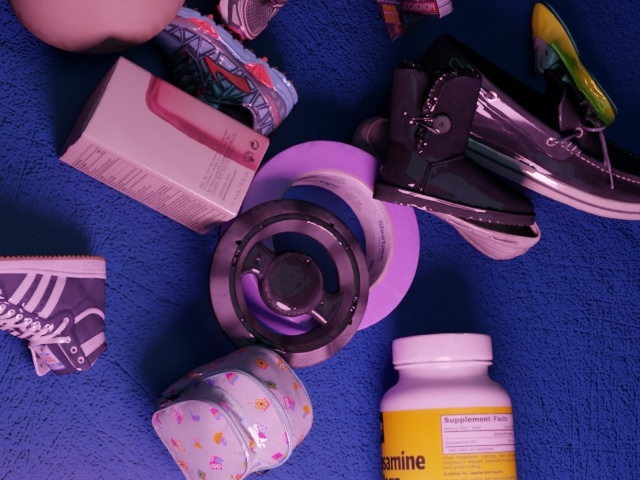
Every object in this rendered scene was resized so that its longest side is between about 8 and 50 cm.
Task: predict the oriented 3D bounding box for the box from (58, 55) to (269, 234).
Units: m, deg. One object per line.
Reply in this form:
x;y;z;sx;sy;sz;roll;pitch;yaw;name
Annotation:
-0.211;-0.124;1.783;0.232;0.148;0.127;29;70;-17;box

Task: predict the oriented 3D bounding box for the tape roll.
0.000;0.000;1.885;0.275;0.090;0.274;4;80;-22;tape roll

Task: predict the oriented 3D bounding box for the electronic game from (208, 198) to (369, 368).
-0.041;0.058;1.781;0.229;0.048;0.229;2;85;-22;electronic game

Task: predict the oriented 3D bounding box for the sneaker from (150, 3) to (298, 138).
-0.157;-0.231;1.851;0.262;0.104;0.125;33;72;-15;sneaker

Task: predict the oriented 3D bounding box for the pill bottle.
0.178;0.302;1.853;0.188;0.188;0.334;2;79;-23;pill bottle

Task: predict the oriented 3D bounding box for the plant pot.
-0.300;-0.414;1.687;0.256;0.274;0.256;1;70;-2;plant pot

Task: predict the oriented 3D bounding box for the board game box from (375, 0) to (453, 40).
0.131;-0.392;1.966;0.060;0.194;0.194;-28;116;-23;board game box

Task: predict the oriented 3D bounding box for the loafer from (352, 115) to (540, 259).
0.193;-0.085;1.969;0.319;0.111;0.112;32;70;-15;loafer

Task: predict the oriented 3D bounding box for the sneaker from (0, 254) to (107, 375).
-0.376;0.098;1.661;0.282;0.099;0.153;-1;84;-51;sneaker

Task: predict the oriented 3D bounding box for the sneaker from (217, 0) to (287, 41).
-0.045;-0.408;1.897;0.112;0.121;0.299;23;71;29;sneaker

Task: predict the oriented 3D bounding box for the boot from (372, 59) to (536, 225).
0.204;-0.136;1.858;0.246;0.094;0.207;11;95;-8;boot

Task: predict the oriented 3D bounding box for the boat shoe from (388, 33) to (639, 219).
0.349;-0.167;2.001;0.500;0.187;0.156;22;112;-15;boat shoe

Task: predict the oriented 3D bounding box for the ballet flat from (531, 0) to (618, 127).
0.388;-0.269;2.112;0.077;0.077;0.231;-35;97;-8;ballet flat

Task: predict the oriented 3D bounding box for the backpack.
-0.111;0.233;1.720;0.166;0.188;0.144;59;27;-3;backpack
